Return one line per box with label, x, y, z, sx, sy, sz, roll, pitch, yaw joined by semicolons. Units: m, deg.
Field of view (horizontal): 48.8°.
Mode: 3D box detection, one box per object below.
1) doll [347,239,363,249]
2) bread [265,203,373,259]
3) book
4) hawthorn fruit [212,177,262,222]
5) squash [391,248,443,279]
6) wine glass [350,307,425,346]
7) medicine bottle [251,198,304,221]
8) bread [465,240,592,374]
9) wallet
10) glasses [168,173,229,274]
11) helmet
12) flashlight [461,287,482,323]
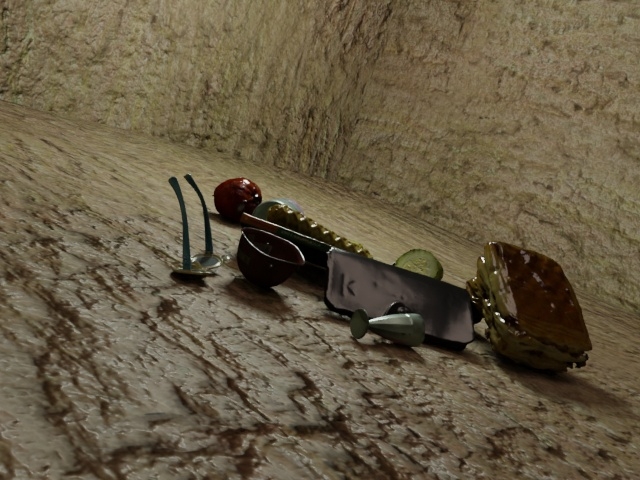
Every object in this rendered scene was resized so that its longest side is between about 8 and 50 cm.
doll;0.064;0.018;2.241;0.162;0.062;0.106;22;6;13
bread;0.001;-0.001;2.009;0.367;0.077;0.084;28;-26;-28
book;-0.027;0.025;1.859;0.370;0.043;0.260;20;-10;1
hawthorn fruit;-0.268;-0.128;2.208;0.171;0.148;0.148;3;2;27
squash;0.337;0.090;2.190;0.137;0.137;0.287;24;9;27
wine glass;0.141;0.184;1.492;0.155;0.073;0.073;9;14;-30
medicine bottle;-0.123;-0.059;2.101;0.135;0.135;0.168;21;10;10
bread;0.506;0.176;1.762;0.277;0.167;0.325;17;46;-23
wallet;0.179;0.134;1.638;0.377;0.051;0.197;18;43;-11
glasses;-0.289;-0.027;1.516;0.088;0.221;0.190;-19;7;9
helmet;-0.120;0.054;1.587;0.155;0.106;0.175;10;17;-47
flashlight;0.234;0.146;1.784;0.423;0.103;0.103;11;13;-29
